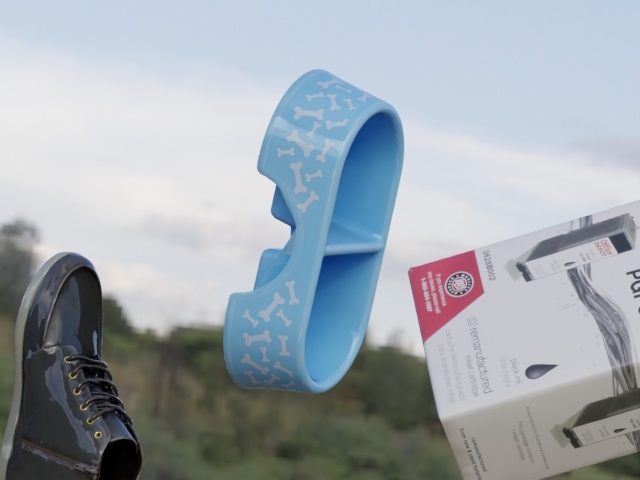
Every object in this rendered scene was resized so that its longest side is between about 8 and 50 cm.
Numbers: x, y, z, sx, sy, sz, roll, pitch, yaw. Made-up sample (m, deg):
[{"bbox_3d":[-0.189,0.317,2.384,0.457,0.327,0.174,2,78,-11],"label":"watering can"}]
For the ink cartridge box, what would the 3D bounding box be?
[{"bbox_3d":[0.114,0.041,0.834,0.135,0.099,0.056,-17,-50,6],"label":"ink cartridge box"}]

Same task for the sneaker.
[{"bbox_3d":[-0.190,0.120,1.606,0.118,0.222,0.083,1,-11,38],"label":"sneaker"}]

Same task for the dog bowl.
[{"bbox_3d":[0.000,0.000,1.743,0.074,0.297,0.166,16,8,25],"label":"dog bowl"}]
